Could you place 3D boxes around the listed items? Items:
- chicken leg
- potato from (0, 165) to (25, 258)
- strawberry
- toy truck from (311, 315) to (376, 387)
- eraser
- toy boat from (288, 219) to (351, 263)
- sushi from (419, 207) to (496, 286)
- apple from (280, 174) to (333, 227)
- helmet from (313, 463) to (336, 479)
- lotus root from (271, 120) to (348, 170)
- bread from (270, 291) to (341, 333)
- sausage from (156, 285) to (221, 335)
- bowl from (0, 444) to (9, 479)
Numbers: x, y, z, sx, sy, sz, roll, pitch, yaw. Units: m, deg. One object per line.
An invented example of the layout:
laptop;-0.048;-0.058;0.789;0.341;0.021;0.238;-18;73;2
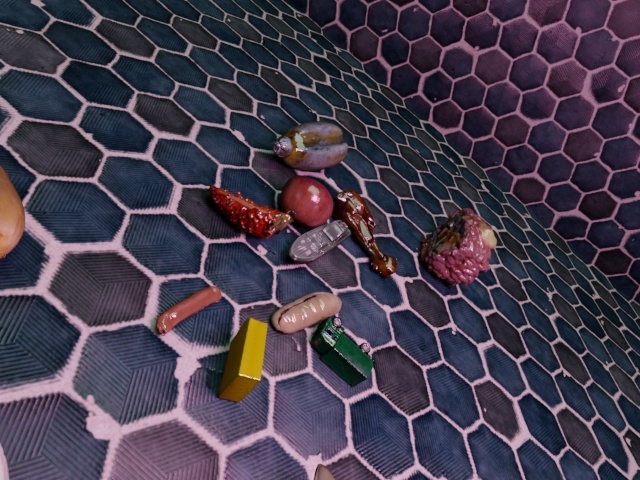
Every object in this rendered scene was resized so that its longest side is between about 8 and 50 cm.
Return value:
chicken leg;0.130;-0.019;1.299;0.113;0.093;0.304;-19;73;-30
potato;-0.565;-0.054;0.667;0.234;0.146;0.150;48;-9;30
strawberry;-0.178;-0.065;1.082;0.208;0.086;0.167;23;12;18
toy truck;0.048;0.244;0.964;0.147;0.065;0.079;43;40;1
eraser;-0.141;0.220;0.794;0.045;0.097;0.122;23;40;-19
toy boat;0.000;0.000;1.152;0.078;0.085;0.261;49;37;10
sushi;0.470;0.025;1.428;0.171;0.237;0.270;46;32;-8
apple;-0.039;-0.102;1.177;0.154;0.119;0.153;33;-8;5
helmet;-0.026;0.475;0.609;0.257;0.137;0.204;-103;170;-60
lotus root;-0.046;-0.298;1.381;0.323;0.140;0.157;-19;90;-43
bread;-0.024;0.158;0.998;0.215;0.053;0.073;-12;58;-47
sausage;-0.256;0.131;0.834;0.042;0.036;0.158;16;28;25
bowl;-0.449;0.250;0.234;0.436;0.196;0.433;3;84;-25
